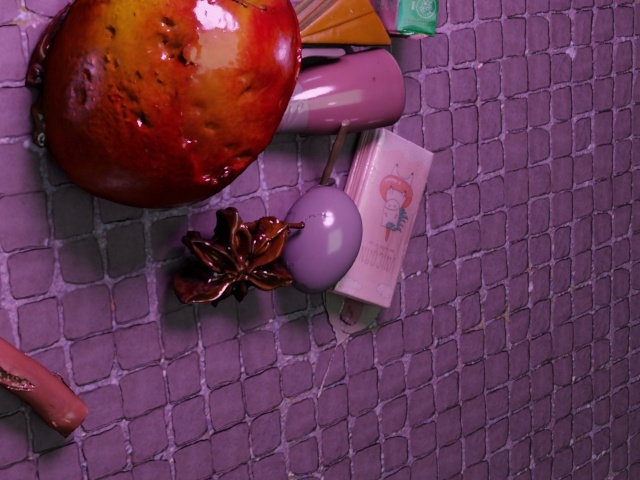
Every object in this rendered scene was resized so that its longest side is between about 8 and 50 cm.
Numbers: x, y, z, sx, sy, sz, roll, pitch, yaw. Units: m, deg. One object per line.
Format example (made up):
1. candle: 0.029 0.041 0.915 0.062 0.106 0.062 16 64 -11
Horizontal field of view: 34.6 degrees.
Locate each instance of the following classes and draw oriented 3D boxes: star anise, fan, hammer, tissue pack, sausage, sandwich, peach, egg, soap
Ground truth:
1. star anise: -0.152 0.033 1.748 0.220 0.126 0.190 10 104 -40
2. fan: 0.048 0.164 2.024 0.182 0.010 0.310 23 83 -42
3. hammer: 0.020 -0.150 1.848 0.062 0.013 0.199 -27 157 -27
4. tissue pack: 0.108 -0.041 1.989 0.170 0.071 0.325 22 82 -44
5. sausage: -0.463 0.197 1.540 0.304 0.078 0.078 47 68 -37
6. sandwich: 0.009 -0.349 1.811 0.187 0.117 0.144 -47 122 -25
7. peach: -0.234 -0.235 1.535 0.339 0.353 0.416 23 125 -35
8. egg: 0.000 0.000 1.855 0.146 0.146 0.198 21 80 -42
9. soap: 0.159 -0.501 1.861 0.098 0.218 0.273 1 103 -25

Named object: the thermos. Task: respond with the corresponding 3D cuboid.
1. thermos: 0.006 -0.261 1.811 0.265 0.146 0.176 -14 131 -30
